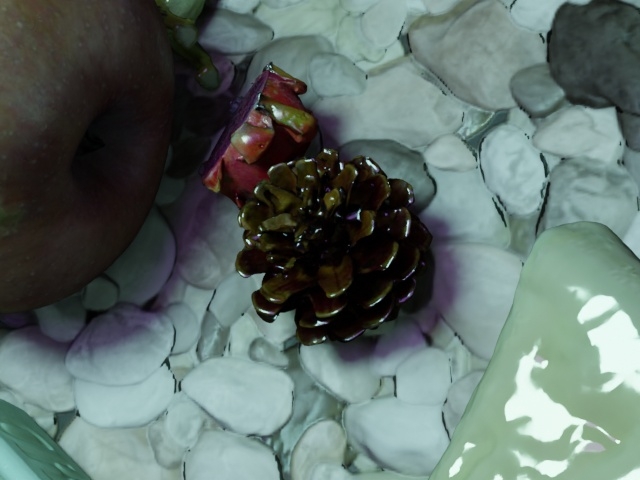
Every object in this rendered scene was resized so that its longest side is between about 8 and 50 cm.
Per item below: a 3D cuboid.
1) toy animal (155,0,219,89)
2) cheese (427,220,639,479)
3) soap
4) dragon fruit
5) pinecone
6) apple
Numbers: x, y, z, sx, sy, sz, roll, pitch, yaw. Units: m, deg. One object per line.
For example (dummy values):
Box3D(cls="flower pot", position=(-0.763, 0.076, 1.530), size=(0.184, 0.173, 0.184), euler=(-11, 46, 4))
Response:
Box3D(cls="toy animal", position=(-0.106, -0.224, 0.971), size=(0.136, 0.073, 0.181), euler=(33, 88, 37))
Box3D(cls="cheese", position=(0.177, 0.153, 0.635), size=(0.248, 0.173, 0.251), euler=(32, 83, 39))
Box3D(cls="soap", position=(-0.199, 0.187, 0.812), size=(0.198, 0.119, 0.066), euler=(37, 87, 30))
Box3D(cls="dragon fruit", position=(-0.041, -0.070, 0.874), size=(0.068, 0.126, 0.112), euler=(31, 73, -13))
Box3D(cls="pinecone", position=(0.002, 0.000, 0.804), size=(0.140, 0.121, 0.140), euler=(-13, 57, 20))
Box3D(cls="apple", position=(-0.238, -0.101, 0.846), size=(0.235, 0.306, 0.305), euler=(21, 79, 26))
